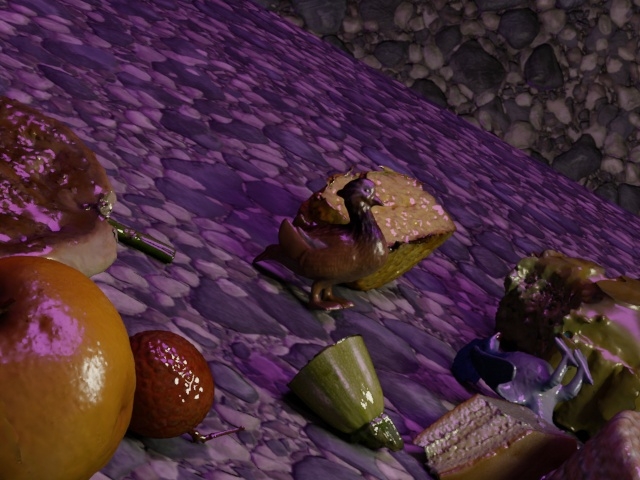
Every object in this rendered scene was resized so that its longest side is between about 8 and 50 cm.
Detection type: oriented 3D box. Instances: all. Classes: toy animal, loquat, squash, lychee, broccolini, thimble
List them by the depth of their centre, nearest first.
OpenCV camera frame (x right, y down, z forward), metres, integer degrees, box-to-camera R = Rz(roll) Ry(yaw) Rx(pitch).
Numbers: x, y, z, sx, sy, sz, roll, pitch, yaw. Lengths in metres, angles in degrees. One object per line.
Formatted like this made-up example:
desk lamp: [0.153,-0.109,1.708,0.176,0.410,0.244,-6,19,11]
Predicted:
loquat: [-0.249,0.114,1.167,0.208,0.208,0.208,27,17,-9]
lychee: [-0.148,0.148,1.418,0.114,0.140,0.101,-7,20,9]
squash: [0.038,0.187,1.651,0.132,0.105,0.105,56,25,16]
thimble: [0.366,0.313,1.674,0.196,0.148,0.229,28,27,-27]
broccolini: [-0.268,-0.009,1.735,0.271,0.062,0.123,19,30,-40]
toy animal: [0.270,0.200,1.928,0.239,0.176,0.255,41,26,-34]
toy animal: [0.000,0.000,1.953,0.188,0.179,0.089,8,8,18]

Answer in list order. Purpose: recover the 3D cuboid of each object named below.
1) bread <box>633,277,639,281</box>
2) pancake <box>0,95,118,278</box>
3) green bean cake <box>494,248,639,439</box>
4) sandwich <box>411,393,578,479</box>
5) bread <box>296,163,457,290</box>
bread: [0.528,0.143,2.357,0.192,0.110,0.210,32,-26,-32]
pancake: [-0.384,-0.065,1.565,0.382,0.071,0.382,18,29,-10]
green bean cake: [0.381,0.136,2.132,0.285,0.202,0.310,31,17,10]
sandwich: [0.225,0.246,1.759,0.258,0.096,0.094,16,16,-45]
bread: [0.066,-0.009,2.130,0.160,0.147,0.260,44,27,14]
